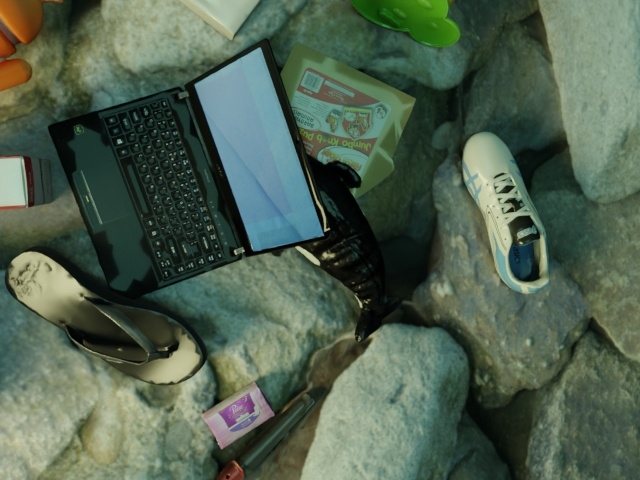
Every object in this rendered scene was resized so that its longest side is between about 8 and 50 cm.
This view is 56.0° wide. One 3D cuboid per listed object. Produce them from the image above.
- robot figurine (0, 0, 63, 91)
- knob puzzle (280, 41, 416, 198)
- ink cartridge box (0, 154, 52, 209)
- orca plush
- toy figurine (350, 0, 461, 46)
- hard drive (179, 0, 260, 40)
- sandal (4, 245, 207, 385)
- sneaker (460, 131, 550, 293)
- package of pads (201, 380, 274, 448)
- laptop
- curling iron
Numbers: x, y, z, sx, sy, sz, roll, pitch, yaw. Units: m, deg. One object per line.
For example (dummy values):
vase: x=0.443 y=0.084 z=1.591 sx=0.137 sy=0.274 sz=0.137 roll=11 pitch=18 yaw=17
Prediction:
robot figurine: x=-0.396 y=-0.238 z=0.643 sx=0.219 sy=0.128 sz=0.158 roll=-36 pitch=65 yaw=-9
knob puzzle: x=0.007 y=-0.131 z=0.790 sx=0.213 sy=0.030 sz=0.213 roll=0 pitch=100 yaw=0
ink cartridge box: x=-0.357 y=-0.061 z=0.656 sx=0.099 sy=0.135 sz=0.056 roll=-5 pitch=97 yaw=-13
orca plush: x=0.000 y=0.000 z=0.745 sx=0.151 sy=0.102 sz=0.287 roll=-21 pitch=100 yaw=4
toy figurine: x=0.134 y=-0.366 z=0.783 sx=0.173 sy=0.130 sz=0.159 roll=24 pitch=77 yaw=-35
hard drive: x=-0.103 y=-0.436 z=0.747 sx=0.203 sy=0.040 sz=0.307 roll=36 pitch=84 yaw=-13
sandal: x=-0.258 y=0.103 z=0.717 sx=0.254 sy=0.054 sz=0.097 roll=30 pitch=104 yaw=-10
sneaker: x=0.263 y=-0.040 z=0.832 sx=0.085 sy=0.086 sz=0.237 roll=-22 pitch=96 yaw=-10
package of pads: x=-0.107 y=0.225 z=0.781 sx=0.083 sy=0.032 sz=0.050 roll=-31 pitch=100 yaw=-10
laptop: x=-0.156 y=-0.070 z=0.701 sx=0.264 sy=0.136 sz=0.234 roll=-20 pitch=96 yaw=-11
curling iron: x=-0.119 y=0.291 z=0.780 sx=0.274 sy=0.035 sz=0.068 roll=-35 pitch=100 yaw=-9
